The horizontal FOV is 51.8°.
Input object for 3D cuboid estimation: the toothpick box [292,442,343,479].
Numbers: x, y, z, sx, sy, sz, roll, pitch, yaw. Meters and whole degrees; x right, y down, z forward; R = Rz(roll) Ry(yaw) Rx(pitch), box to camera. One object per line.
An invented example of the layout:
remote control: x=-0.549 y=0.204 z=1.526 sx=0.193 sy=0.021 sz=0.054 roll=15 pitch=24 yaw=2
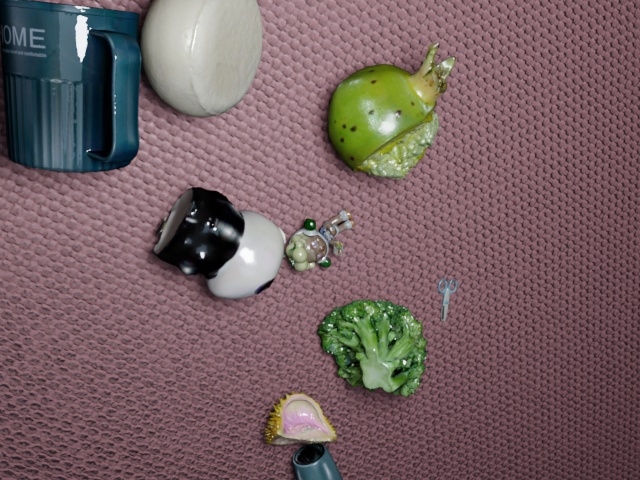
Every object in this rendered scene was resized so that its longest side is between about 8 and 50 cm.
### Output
toothpick box: x=-0.004 y=0.635 z=1.751 sx=0.120 sy=0.120 sz=0.184 roll=-23 pitch=110 yaw=-13

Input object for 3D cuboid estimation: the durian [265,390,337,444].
durian: x=-0.058 y=0.477 z=1.678 sx=0.182 sy=0.132 sz=0.165 roll=-17 pitch=123 yaw=-27

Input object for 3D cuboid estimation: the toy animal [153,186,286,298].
toy animal: x=-0.217 y=0.011 z=1.445 sx=0.266 sy=0.212 sz=0.212 roll=34 pitch=92 yaw=-29

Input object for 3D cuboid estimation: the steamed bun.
steamed bun: x=-0.245 y=-0.386 z=1.291 sx=0.177 sy=0.283 sz=0.283 roll=16 pitch=103 yaw=19

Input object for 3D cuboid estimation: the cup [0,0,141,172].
cup: x=-0.437 y=-0.283 z=1.227 sx=0.307 sy=0.242 sz=0.292 roll=11 pitch=107 yaw=11

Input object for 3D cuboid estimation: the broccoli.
broccoli: x=0.139 y=0.274 z=1.638 sx=0.265 sy=0.245 sz=0.294 roll=-42 pitch=92 yaw=16

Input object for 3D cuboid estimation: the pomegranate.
pomegranate: x=0.158 y=-0.285 z=1.448 sx=0.260 sy=0.260 sz=0.341 roll=30 pitch=120 yaw=-26

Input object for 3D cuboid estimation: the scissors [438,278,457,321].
scissors: x=0.343 y=0.163 z=1.798 sx=0.058 sy=0.014 sz=0.119 roll=0 pitch=102 yaw=-20

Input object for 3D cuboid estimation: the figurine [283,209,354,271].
figurine: x=0.000 y=0.001 z=1.576 sx=0.197 sy=0.093 sz=0.147 roll=-30 pitch=124 yaw=-11
